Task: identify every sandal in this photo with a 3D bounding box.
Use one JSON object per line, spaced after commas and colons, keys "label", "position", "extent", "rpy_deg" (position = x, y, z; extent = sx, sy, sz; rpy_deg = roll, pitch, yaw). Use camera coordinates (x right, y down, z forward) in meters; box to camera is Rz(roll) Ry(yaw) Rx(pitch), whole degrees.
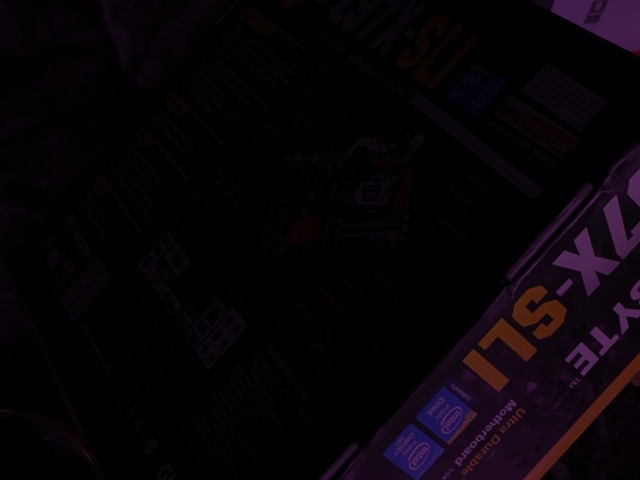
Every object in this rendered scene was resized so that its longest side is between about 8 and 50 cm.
{"label": "sandal", "position": [-0.124, 0.128, 0.764], "extent": [0.303, 0.120, 0.086], "rpy_deg": [22, 75, -34]}

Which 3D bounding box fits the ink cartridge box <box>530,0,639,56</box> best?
{"label": "ink cartridge box", "position": [0.200, -0.130, 0.810], "extent": [0.189, 0.066, 0.232], "rpy_deg": [-8, 113, -22]}

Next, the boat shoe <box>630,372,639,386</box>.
{"label": "boat shoe", "position": [0.189, 0.023, 0.836], "extent": [0.341, 0.110, 0.121], "rpy_deg": [0, 123, -27]}

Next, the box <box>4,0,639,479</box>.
{"label": "box", "position": [0.000, 0.000, 0.616], "extent": [0.257, 0.322, 0.079], "rpy_deg": [-47, 123, 1]}
